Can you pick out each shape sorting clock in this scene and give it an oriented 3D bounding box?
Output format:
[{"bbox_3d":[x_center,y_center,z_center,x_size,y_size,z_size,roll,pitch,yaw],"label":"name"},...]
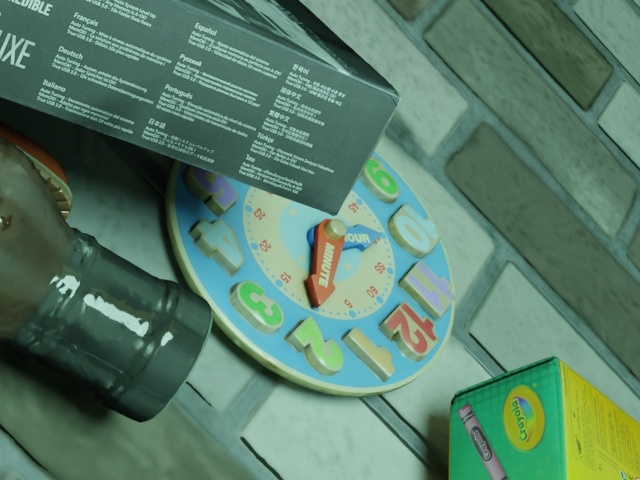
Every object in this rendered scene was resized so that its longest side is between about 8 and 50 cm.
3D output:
[{"bbox_3d":[0.000,0.000,0.792,0.206,0.040,0.206,22,50,-29],"label":"shape sorting clock"}]

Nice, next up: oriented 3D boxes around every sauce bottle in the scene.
[{"bbox_3d":[-0.209,-0.023,0.582,0.344,0.111,0.111,34,46,-19],"label":"sauce bottle"}]

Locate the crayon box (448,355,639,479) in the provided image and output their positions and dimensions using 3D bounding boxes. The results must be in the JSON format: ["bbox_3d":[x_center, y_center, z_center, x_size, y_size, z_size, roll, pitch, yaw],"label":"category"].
[{"bbox_3d":[0.149,0.225,0.708,0.165,0.081,0.278,38,41,-33],"label":"crayon box"}]

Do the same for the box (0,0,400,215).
[{"bbox_3d":[-0.140,-0.137,0.657,0.307,0.076,0.242,19,18,-30],"label":"box"}]

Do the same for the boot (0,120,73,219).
[{"bbox_3d":[-0.190,-0.070,0.670,0.158,0.059,0.084,34,41,-16],"label":"boot"}]
